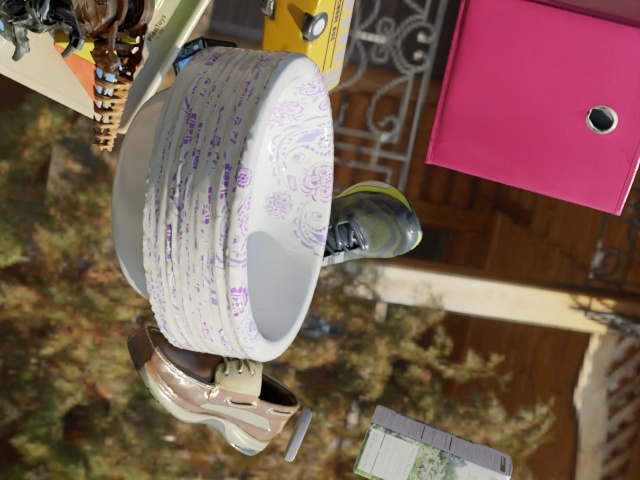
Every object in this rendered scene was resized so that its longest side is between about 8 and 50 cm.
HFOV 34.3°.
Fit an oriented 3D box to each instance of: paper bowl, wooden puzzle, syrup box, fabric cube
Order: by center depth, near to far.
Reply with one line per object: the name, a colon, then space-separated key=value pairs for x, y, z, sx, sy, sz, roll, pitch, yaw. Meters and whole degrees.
paper bowl: x=-0.092 y=-0.037 z=0.966 sx=0.284 sy=0.148 sz=0.284 roll=7 pitch=90 yaw=-76
fabric cube: x=0.304 y=-0.225 z=1.342 sx=0.259 sy=0.258 sz=0.254 roll=-61 pitch=164 yaw=-55
wooden puzzle: x=-0.334 y=-0.334 z=1.347 sx=0.322 sy=0.347 sz=0.080 roll=-54 pitch=-160 yaw=22
syrup box: x=0.182 y=0.361 z=1.672 sx=0.096 sy=0.236 sz=0.093 roll=-41 pitch=150 yaw=-77

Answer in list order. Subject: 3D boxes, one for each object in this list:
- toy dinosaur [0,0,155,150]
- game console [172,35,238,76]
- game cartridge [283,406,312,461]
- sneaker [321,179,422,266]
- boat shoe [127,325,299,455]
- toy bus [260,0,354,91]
toy dinosaur: x=-0.262 y=-0.274 z=1.156 sx=0.218 sy=0.164 sz=0.322 roll=5 pitch=-100 yaw=38
game console: x=-0.205 y=-0.306 z=1.907 sx=0.071 sy=0.107 sz=0.122 roll=44 pitch=-26 yaw=41
game cartridge: x=-0.035 y=0.299 z=1.597 sx=0.056 sy=0.017 sz=0.083 roll=96 pitch=18 yaw=-85
sneaker: x=0.000 y=0.000 z=1.366 sx=0.299 sy=0.121 sz=0.111 roll=-8 pitch=-66 yaw=41
boat shoe: x=-0.140 y=0.191 z=1.450 sx=0.120 sy=0.324 sz=0.123 roll=-37 pitch=-129 yaw=8
toy bus: x=-0.026 y=-0.341 z=1.735 sx=0.130 sy=0.108 sz=0.333 roll=-38 pitch=152 yaw=-37
